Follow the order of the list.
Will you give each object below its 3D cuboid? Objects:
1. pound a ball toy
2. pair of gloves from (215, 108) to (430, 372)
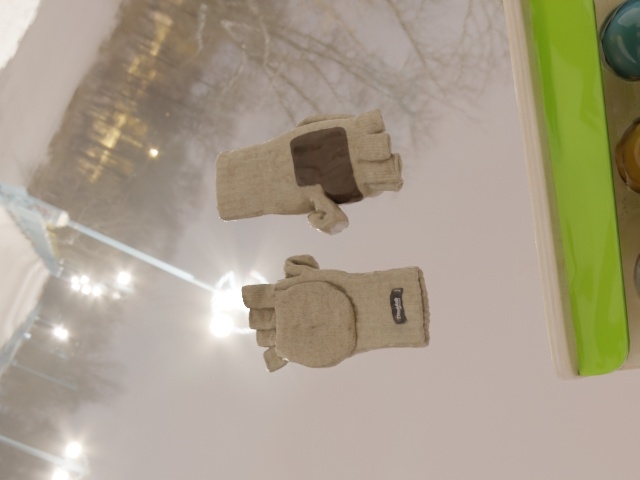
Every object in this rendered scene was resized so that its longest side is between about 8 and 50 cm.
[{"bbox_3d":[0.239,-0.041,0.492,0.208,0.135,0.319,-11,-99,30],"label":"pound a ball toy"},{"bbox_3d":[0.000,0.000,0.808,0.204,0.042,0.240,-16,-100,29],"label":"pair of gloves"}]
